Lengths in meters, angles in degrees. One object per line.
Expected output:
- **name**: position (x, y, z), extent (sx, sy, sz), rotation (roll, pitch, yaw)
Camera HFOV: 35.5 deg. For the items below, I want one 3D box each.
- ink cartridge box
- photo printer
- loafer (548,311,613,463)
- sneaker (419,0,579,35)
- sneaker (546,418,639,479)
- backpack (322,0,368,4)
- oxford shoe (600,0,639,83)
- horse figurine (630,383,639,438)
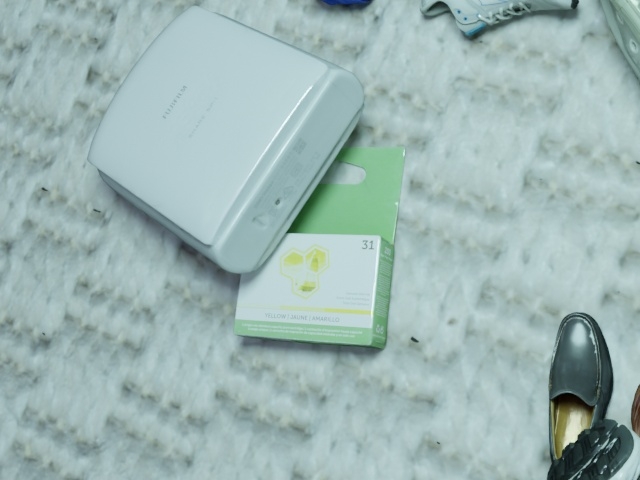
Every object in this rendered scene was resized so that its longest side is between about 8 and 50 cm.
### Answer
- **ink cartridge box**: position (0.000, 0.000, 1.135), extent (0.171, 0.056, 0.235), rotation (2, 80, 25)
- **photo printer**: position (-0.128, -0.133, 1.168), extent (0.307, 0.107, 0.256), rotation (33, 88, 40)
- **loafer**: position (0.252, 0.151, 0.980), extent (0.062, 0.061, 0.170), rotation (-5, 74, 23)
- **sneaker**: position (0.195, -0.265, 1.117), extent (0.191, 0.071, 0.082), rotation (19, 91, 35)
- **sneaker**: position (0.220, 0.282, 0.921), extent (0.108, 0.100, 0.271), rotation (35, 121, -11)
- **backpack**: position (0.021, -0.341, 1.192), extent (0.101, 0.098, 0.120), rotation (0, 90, 33)
- **oxford shoe**: position (0.392, -0.145, 0.970), extent (0.169, 0.130, 0.449), rotation (-25, 83, 10)
- **horse figurine**: position (0.376, 0.214, 0.910), extent (0.174, 0.066, 0.263), rotation (-43, 67, 2)
